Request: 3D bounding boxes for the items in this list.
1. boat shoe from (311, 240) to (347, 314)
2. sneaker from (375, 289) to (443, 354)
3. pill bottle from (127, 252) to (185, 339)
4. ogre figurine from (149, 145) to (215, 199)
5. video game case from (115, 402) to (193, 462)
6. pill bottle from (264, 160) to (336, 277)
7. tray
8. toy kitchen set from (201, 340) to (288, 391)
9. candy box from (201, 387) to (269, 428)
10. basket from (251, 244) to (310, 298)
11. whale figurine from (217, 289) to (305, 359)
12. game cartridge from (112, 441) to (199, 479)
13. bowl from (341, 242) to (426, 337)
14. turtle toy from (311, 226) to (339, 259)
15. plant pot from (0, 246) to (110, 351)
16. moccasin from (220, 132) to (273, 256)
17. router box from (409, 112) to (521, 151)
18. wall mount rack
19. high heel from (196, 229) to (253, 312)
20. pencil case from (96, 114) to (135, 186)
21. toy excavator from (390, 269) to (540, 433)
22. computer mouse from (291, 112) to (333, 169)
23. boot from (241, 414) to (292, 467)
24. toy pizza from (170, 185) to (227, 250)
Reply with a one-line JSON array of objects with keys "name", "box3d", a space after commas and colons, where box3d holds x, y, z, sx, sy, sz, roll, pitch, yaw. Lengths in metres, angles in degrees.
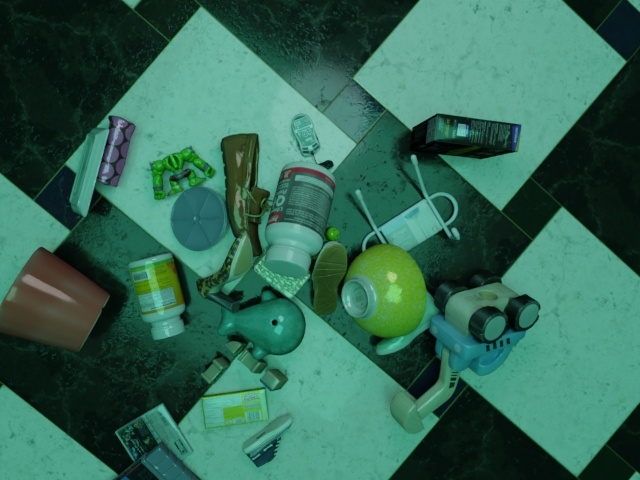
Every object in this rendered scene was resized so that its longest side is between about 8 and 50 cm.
[{"name": "boat shoe", "box3d": [0.016, 0.101, 1.821, 0.098, 0.096, 0.277, 3, 127, -11]}, {"name": "sneaker", "box3d": [0.254, 0.245, 1.899, 0.255, 0.094, 0.151, -34, 100, -12]}, {"name": "pill bottle", "box3d": [-0.492, 0.170, 1.819, 0.136, 0.136, 0.246, -14, 94, -4]}, {"name": "ogre figurine", "box3d": [-0.434, -0.213, 1.829, 0.197, 0.097, 0.118, -20, 106, 8]}, {"name": "video game case", "box3d": [-0.528, 0.640, 1.895, 0.173, 0.022, 0.190, -31, 95, -3]}, {"name": "pill bottle", "box3d": [-0.066, -0.059, 1.767, 0.176, 0.176, 0.319, 15, 66, -5]}, {"name": "tray", "box3d": [-0.701, -0.211, 1.787, 0.030, 0.145, 0.271, 14, 91, -39]}, {"name": "toy kitchen set", "box3d": [-0.239, 0.434, 1.879, 0.207, 0.122, 0.166, 40, 89, 15]}, {"name": "candy box", "box3d": [-0.272, 0.537, 1.906, 0.205, 0.027, 0.105, -6, 91, -4]}, {"name": "basket", "box3d": [-0.123, 0.096, 1.860, 0.167, 0.103, 0.113, 39, 88, -4]}, {"name": "whale figurine", "box3d": [-0.181, 0.252, 1.808, 0.271, 0.141, 0.216, 9, 76, 4]}, {"name": "game cartridge", "box3d": [-0.566, 0.826, 1.868, 0.355, 0.068, 0.230, -40, 106, -1]}, {"name": "bowl", "box3d": [0.156, 0.160, 1.777, 0.156, 0.289, 0.290, -8, 94, -40]}, {"name": "turtle toy", "box3d": [0.000, 0.000, 1.884, 0.130, 0.066, 0.095, -29, 94, -3]}, {"name": "plant pot", "box3d": [-0.777, 0.192, 1.748, 0.243, 0.275, 0.275, 30, 90, -16]}, {"name": "moccasin", "box3d": [-0.213, -0.140, 1.836, 0.146, 0.139, 0.380, -6, 84, 5]}, {"name": "router box", "box3d": [0.421, -0.305, 1.781, 0.242, 0.309, 0.081, 6, 93, -5]}, {"name": "wall mount rack", "box3d": [0.269, -0.080, 1.869, 0.350, 0.130, 0.304, -32, 94, -3]}, {"name": "high heel", "box3d": [-0.303, 0.070, 1.807, 0.186, 0.093, 0.261, 24, 108, 35]}, {"name": "pencil case", "box3d": [-0.632, -0.272, 1.814, 0.098, 0.095, 0.210, 19, 91, 35]}, {"name": "toy excavator", "box3d": [0.434, 0.363, 1.851, 0.432, 0.222, 0.446, -12, 118, -27]}, {"name": "computer mouse", "box3d": [-0.035, -0.307, 1.882, 0.106, 0.042, 0.193, -18, 99, 1]}, {"name": "boot", "box3d": [-0.152, 0.642, 1.907, 0.190, 0.069, 0.086, -35, 102, 6]}, {"name": "toy pizza", "box3d": [-0.374, -0.067, 1.845, 0.201, 0.032, 0.202, -1, 88, 20]}]
